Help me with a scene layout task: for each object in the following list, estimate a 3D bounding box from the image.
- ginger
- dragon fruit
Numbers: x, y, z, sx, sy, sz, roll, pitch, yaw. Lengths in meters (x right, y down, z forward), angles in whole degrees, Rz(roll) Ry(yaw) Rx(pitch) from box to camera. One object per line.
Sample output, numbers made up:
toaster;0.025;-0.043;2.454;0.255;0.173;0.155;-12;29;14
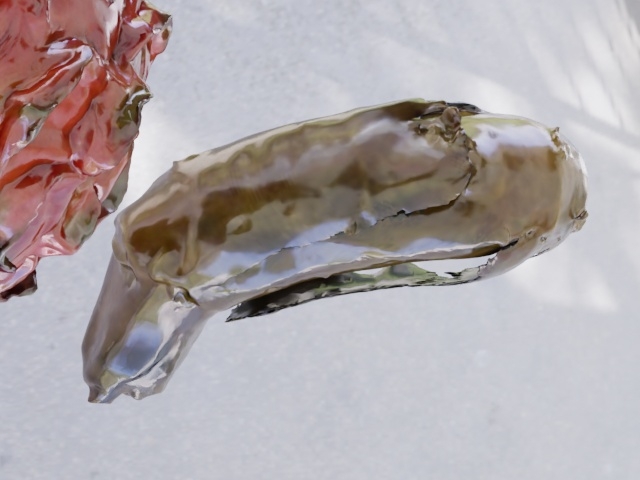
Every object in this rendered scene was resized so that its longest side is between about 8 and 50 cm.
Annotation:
ginger;0.001;-0.009;0.745;0.133;0.309;0.107;74;3;-54
dragon fruit;-0.177;-0.091;0.536;0.252;0.241;0.241;52;50;-24
